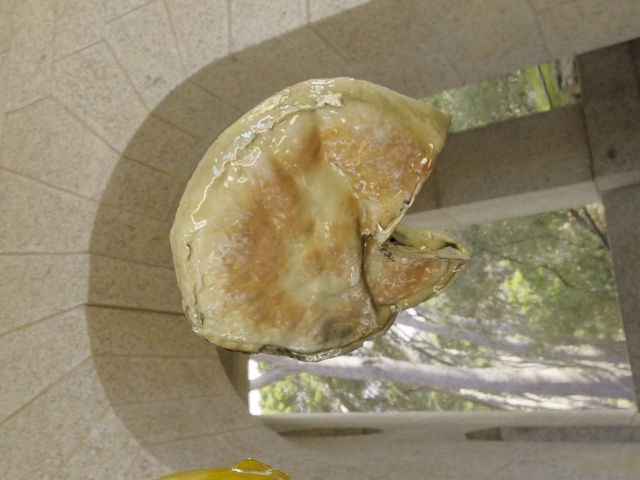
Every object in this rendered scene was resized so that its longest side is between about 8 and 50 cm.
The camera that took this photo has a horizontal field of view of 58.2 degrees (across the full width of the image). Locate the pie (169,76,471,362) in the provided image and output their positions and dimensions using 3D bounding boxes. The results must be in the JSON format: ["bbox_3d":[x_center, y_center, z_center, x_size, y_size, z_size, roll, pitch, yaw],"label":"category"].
[{"bbox_3d":[0.000,0.000,0.585,0.337,0.338,0.075,56,-171,-37],"label":"pie"}]

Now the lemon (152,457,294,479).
[{"bbox_3d":[-0.065,0.235,0.307,0.204,0.204,0.260,66,-155,-24],"label":"lemon"}]
